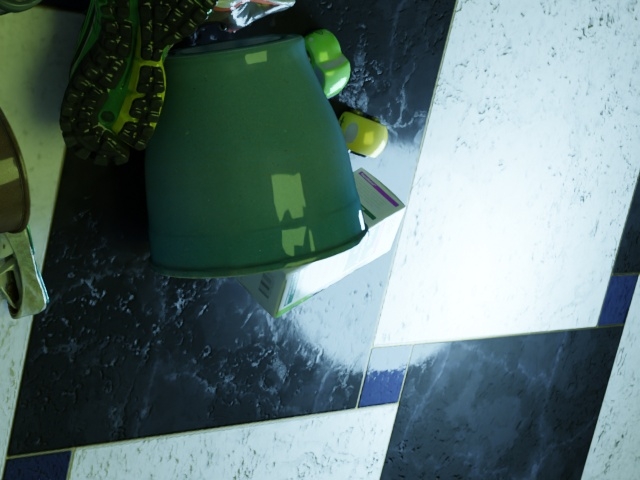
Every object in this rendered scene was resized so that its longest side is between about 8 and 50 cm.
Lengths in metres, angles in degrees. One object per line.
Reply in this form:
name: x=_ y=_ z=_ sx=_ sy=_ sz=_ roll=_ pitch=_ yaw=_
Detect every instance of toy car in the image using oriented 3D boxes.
toy car: x=0.012 y=-0.175 z=1.952 sx=0.239 sy=0.053 sz=0.225 roll=-29 pitch=128 yaw=-36

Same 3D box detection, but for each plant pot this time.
plant pot: x=-0.410 y=-0.061 z=1.473 sx=0.165 sy=0.167 sz=0.167 roll=-21 pitch=123 yaw=-30
plant pot: x=-0.092 y=-0.112 z=1.728 sx=0.271 sy=0.271 sz=0.255 roll=-19 pitch=105 yaw=-42

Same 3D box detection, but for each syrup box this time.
syrup box: x=0.000 y=0.000 z=1.972 sx=0.237 sy=0.096 sz=0.093 roll=-28 pitch=151 yaw=-36

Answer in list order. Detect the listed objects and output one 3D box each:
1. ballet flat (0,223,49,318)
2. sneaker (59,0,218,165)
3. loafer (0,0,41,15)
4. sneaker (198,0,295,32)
ballet flat: x=-0.353 y=0.021 z=1.645 sx=0.052 sy=0.057 sz=0.168 roll=-27 pitch=126 yaw=-25
sneaker: x=-0.204 y=-0.261 z=1.574 sx=0.134 sy=0.146 sz=0.343 roll=19 pitch=117 yaw=-23
loafer: x=-0.276 y=-0.338 z=1.556 sx=0.096 sy=0.084 sz=0.267 roll=50 pitch=62 yaw=-14
sneaker: x=-0.102 y=-0.292 z=1.785 sx=0.158 sy=0.061 sz=0.065 roll=-10 pitch=142 yaw=-44
